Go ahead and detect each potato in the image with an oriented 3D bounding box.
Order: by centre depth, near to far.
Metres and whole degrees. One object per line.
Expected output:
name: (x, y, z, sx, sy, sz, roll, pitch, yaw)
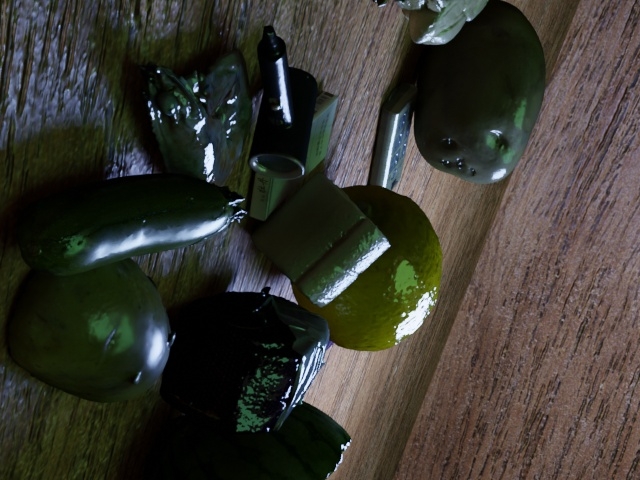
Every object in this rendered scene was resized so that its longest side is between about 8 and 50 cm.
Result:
potato: (-0.214, 0.099, 1.152, 0.160, 0.111, 0.271, -59, 162, -14)
potato: (0.281, -0.269, 1.942, 0.243, 0.221, 0.326, 127, -19, -83)

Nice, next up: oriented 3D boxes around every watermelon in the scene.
watermelon: (-0.125, 0.313, 1.558, 0.331, 0.189, 0.331, -37, -171, 7)

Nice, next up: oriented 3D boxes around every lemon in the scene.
lemon: (0.072, 0.048, 1.744, 0.245, 0.245, 0.320, -56, 156, -29)

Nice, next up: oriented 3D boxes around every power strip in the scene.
power strip: (0.126, -0.160, 1.980, 0.092, 0.034, 0.268, -52, 159, -40)

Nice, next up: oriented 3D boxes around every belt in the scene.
belt: (-0.093, 0.142, 1.477, 0.289, 0.184, 0.164, -26, 133, -74)

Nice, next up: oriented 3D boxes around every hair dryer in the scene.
hair dryer: (-0.044, -0.183, 1.263, 0.255, 0.070, 0.128, 89, 10, -65)

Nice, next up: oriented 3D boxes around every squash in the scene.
squash: (-0.176, -0.024, 1.092, 0.331, 0.087, 0.087, -14, 128, -58)

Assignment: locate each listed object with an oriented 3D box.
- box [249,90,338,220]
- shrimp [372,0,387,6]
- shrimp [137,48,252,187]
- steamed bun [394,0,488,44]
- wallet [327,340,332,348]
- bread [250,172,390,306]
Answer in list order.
box: (-0.037, -0.121, 1.534, 0.198, 0.029, 0.109, -49, 157, -48)
shrimp: (0.126, -0.460, 1.507, 0.152, 0.063, 0.287, -51, 160, -74)
shrimp: (-0.124, -0.143, 1.177, 0.317, 0.062, 0.164, 65, 44, -74)
steamed bun: (0.175, -0.394, 1.674, 0.192, 0.106, 0.177, -55, 153, 1)
wallet: (0.041, 0.155, 2.187, 0.166, 0.030, 0.111, -35, 146, -61)
bread: (0.000, 0.000, 1.546, 0.141, 0.148, 0.134, -42, 161, 0)
